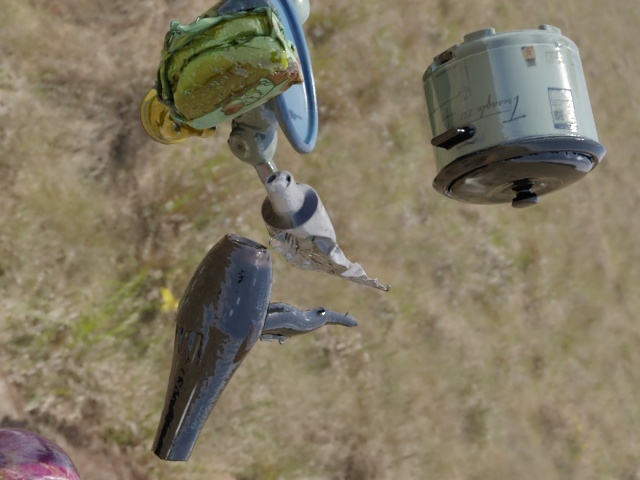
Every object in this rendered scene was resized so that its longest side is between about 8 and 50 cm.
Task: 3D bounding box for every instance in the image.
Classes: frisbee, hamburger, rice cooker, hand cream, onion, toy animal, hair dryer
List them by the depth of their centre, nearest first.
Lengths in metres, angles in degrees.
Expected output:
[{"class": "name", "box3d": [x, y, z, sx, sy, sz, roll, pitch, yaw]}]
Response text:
[{"class": "hand cream", "box3d": [-0.001, 0.004, 1.124, 0.257, 0.084, 0.050, 56, 49, -65]}, {"class": "onion", "box3d": [-0.402, 0.315, 1.470, 0.200, 0.207, 0.200, 40, -5, 4]}, {"class": "hair dryer", "box3d": [-0.065, 0.145, 1.620, 0.359, 0.120, 0.304, 3, 107, -51]}, {"class": "rice cooker", "box3d": [0.262, -0.156, 1.689, 0.280, 0.241, 0.227, 3, 72, -41]}, {"class": "hamburger", "box3d": [-0.141, -0.252, 1.729, 0.125, 0.214, 0.235, 61, 3, 18]}, {"class": "frisbee", "box3d": [-0.064, -0.279, 1.995, 0.289, 0.049, 0.290, -10, 90, -78]}, {"class": "toy animal", "box3d": [-0.115, -0.199, 2.122, 0.138, 0.108, 0.236, -105, -160, -79]}]

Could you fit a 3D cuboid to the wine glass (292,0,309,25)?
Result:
[{"class": "wine glass", "box3d": [-0.079, -0.463, 2.477, 0.103, 0.231, 0.103, 36, 11, -8]}]

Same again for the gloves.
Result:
[{"class": "gloves", "box3d": [-0.235, -0.247, 2.216, 0.294, 0.116, 0.133, 179, -88, -67]}]
